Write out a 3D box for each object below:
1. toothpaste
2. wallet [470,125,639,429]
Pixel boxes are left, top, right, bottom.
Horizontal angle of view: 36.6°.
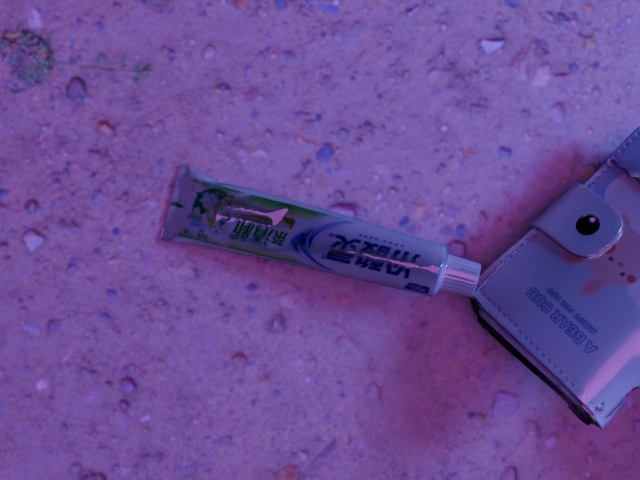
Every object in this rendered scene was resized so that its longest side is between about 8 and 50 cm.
[{"bbox_3d":[0.000,0.000,0.896,0.296,0.048,0.075,15,89,5],"label":"toothpaste"},{"bbox_3d":[0.276,0.027,0.891,0.250,0.075,0.176,-44,62,-2],"label":"wallet"}]
